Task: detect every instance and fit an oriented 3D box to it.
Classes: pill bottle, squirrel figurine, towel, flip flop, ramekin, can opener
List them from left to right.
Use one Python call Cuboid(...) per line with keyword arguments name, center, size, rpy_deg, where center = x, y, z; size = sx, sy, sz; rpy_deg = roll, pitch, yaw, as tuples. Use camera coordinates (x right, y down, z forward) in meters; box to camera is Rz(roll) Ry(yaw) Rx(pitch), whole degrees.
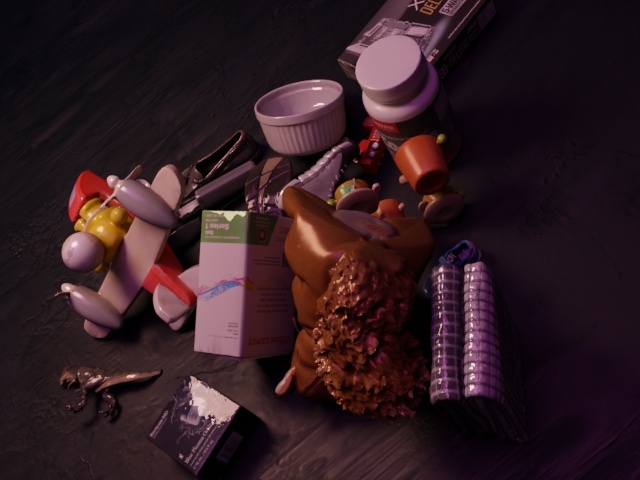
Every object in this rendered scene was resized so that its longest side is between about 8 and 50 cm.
Cuboid(name="can opener", center=(-0.260, -0.090, 1.929), size=(0.280, 0.093, 0.074), rpy_deg=(-34, 20, 0))
Cuboid(name="flip flop", center=(-0.102, -0.056, 1.831), size=(0.112, 0.080, 0.277), rpy_deg=(-10, 73, 15))
Cuboid(name="ramekin", center=(-0.038, -0.277, 1.866), size=(0.207, 0.109, 0.207), rpy_deg=(-10, 31, 6))
Cuboid(name="squirrel figurine", center=(0.041, 0.155, 1.448), size=(0.397, 0.281, 0.370), rpy_deg=(-112, 36, -64))
Cuboid(name="pill bottle", center=(0.182, -0.276, 1.688), size=(0.161, 0.283, 0.161), rpy_deg=(-12, 57, 19))
Cuboid(name="towel", center=(0.258, 0.194, 1.370), size=(0.121, 0.283, 0.235), rpy_deg=(-9, 60, 20))

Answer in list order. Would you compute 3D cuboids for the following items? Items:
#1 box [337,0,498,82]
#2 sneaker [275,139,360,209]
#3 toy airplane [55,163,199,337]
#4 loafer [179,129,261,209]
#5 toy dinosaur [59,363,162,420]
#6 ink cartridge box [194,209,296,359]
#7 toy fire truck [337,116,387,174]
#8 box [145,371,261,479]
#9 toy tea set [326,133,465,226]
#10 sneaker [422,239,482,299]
Cuboid(name="box", center=(0.227, -0.477, 1.917), size=(0.242, 0.076, 0.307), rpy_deg=(33, 79, 37))
Cuboid(name="sneaker", center=(0.026, -0.105, 1.740), size=(0.229, 0.086, 0.132), rpy_deg=(-39, 74, -16))
Cuboid(name="toy airplane", center=(-0.419, 0.036, 1.761), size=(0.384, 0.272, 0.386), rpy_deg=(1, 97, 41))
Cuboid(name="loafer", center=(-0.271, -0.175, 1.971), size=(0.267, 0.084, 0.096), rpy_deg=(-35, 53, 3))
Cuboid(name="toy dinosaur", center=(-0.484, 0.325, 1.791), size=(0.268, 0.064, 0.118), rpy_deg=(-2, 54, 21))
Cuboid(name="ink cartridge box", center=(-0.140, 0.086, 1.620), size=(0.117, 0.201, 0.278), rpy_deg=(2, 88, 29))
Cuboid(name="toy fire truck", center=(0.078, -0.200, 1.842), size=(0.135, 0.047, 0.192), rpy_deg=(8, 64, 31))
Cuboid(name="box", center=(-0.232, 0.372, 1.619), size=(0.158, 0.093, 0.156), rpy_deg=(24, 74, 36))
Cuboid(name="toy tea set", center=(0.118, -0.096, 1.631), size=(0.336, 0.200, 0.124), rpy_deg=(-18, 53, -1))
Cuboid(name="sneaker", center=(0.250, 0.054, 1.598), size=(0.144, 0.059, 0.053), rpy_deg=(-46, 55, -4))
